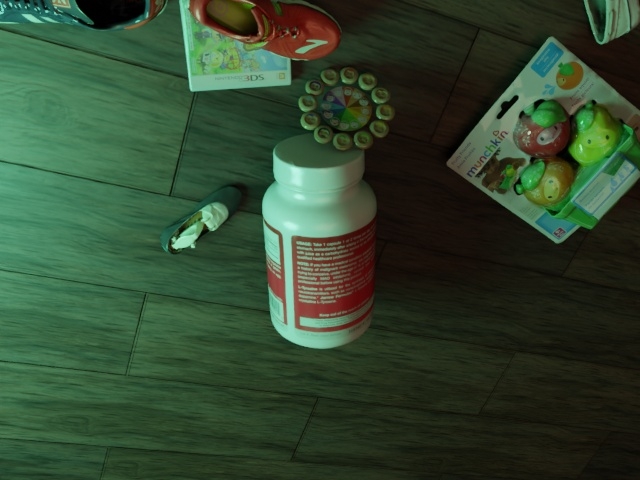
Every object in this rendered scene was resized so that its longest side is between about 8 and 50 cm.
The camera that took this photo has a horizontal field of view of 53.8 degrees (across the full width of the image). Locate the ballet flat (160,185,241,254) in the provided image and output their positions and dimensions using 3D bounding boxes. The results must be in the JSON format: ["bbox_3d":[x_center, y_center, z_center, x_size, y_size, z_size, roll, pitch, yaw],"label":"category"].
[{"bbox_3d":[-0.246,-0.034,1.312,0.203,0.074,0.074,-33,122,8],"label":"ballet flat"}]

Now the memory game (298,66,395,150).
[{"bbox_3d":[0.050,-0.253,1.197,0.186,0.186,0.012,-8,160,-7],"label":"memory game"}]

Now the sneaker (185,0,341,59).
[{"bbox_3d":[-0.093,-0.364,1.085,0.279,0.118,0.107,9,120,-17],"label":"sneaker"}]

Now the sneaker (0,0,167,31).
[{"bbox_3d":[-0.424,-0.399,1.003,0.350,0.148,0.131,-5,122,-9],"label":"sneaker"}]

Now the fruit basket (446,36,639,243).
[{"bbox_3d":[0.501,-0.189,1.327,0.353,0.165,0.327,30,111,-23],"label":"fruit basket"}]

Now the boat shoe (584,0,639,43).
[{"bbox_3d":[0.524,-0.494,1.189,0.088,0.096,0.267,-35,130,4],"label":"boat shoe"}]

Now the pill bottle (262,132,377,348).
[{"bbox_3d":[0.000,0.000,1.293,0.229,0.229,0.407,-6,122,-9],"label":"pill bottle"}]

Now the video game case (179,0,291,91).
[{"bbox_3d":[-0.152,-0.382,1.147,0.193,0.023,0.212,-6,122,-9],"label":"video game case"}]
